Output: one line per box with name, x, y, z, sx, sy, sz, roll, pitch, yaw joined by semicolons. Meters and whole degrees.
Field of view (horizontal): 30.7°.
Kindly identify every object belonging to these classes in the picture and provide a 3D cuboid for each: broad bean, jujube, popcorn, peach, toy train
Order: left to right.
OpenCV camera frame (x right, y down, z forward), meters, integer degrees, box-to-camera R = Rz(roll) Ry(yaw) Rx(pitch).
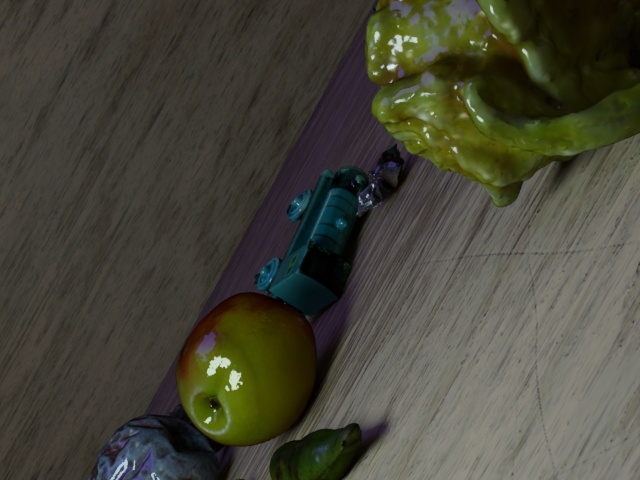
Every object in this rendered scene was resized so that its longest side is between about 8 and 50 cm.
jujube;-0.313;0.464;2.031;0.317;0.226;0.226;-62;10;4
peach;-0.110;0.193;1.764;0.231;0.231;0.231;-58;10;17
broad bean;-0.014;0.279;1.468;0.077;0.061;0.339;-53;6;-24
toy train;0.000;0.000;2.062;0.194;0.120;0.298;-35;27;53
popcorn;0.192;-0.173;1.153;0.321;0.325;0.290;-1;-52;-49

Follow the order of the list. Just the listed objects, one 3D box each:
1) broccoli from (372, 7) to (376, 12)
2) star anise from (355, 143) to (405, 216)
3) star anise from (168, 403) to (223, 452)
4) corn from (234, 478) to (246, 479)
broccoli;0.188;-0.347;1.582;0.297;0.297;0.297;-32;0;0
star anise;0.098;-0.091;1.960;0.129;0.056;0.124;-57;11;19
star anise;-0.202;0.301;2.239;0.315;0.108;0.315;-50;15;18
corn;-0.127;0.398;1.790;0.037;0.037;0.092;-58;10;20
